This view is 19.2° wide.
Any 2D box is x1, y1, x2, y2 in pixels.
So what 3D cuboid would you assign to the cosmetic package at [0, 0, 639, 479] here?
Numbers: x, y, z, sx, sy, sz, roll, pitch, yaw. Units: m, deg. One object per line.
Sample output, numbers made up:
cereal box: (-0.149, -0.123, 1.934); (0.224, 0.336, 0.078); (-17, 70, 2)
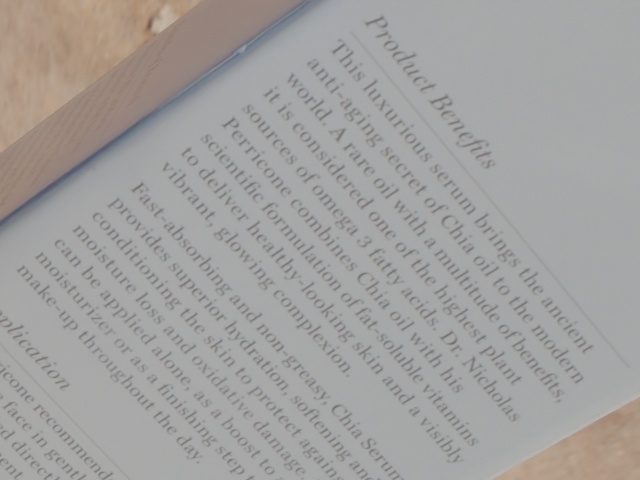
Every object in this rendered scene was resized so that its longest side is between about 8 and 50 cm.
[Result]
cosmetic package: (0.000, 0.000, 0.872); (0.453, 0.161, 0.230); (-33, 109, 25)
